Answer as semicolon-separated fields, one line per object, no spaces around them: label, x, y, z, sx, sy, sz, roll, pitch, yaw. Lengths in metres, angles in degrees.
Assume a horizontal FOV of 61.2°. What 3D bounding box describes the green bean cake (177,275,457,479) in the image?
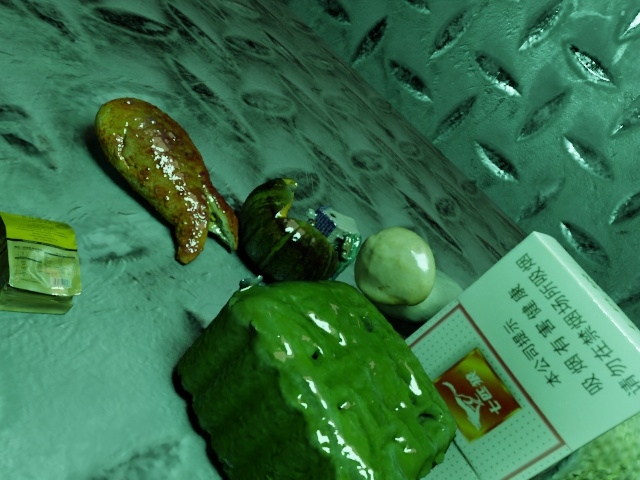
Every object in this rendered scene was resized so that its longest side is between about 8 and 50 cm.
green bean cake;0.007;0.168;0.591;0.250;0.156;0.247;1;49;-54

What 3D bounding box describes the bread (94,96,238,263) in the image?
bread;-0.210;-0.094;0.765;0.269;0.095;0.139;50;34;7

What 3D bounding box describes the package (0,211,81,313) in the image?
package;-0.287;0.010;0.545;0.071;0.047;0.131;13;39;-40

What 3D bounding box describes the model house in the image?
model house;0.000;0.000;0.902;0.100;0.100;0.087;27;31;-25

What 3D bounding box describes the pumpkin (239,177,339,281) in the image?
pumpkin;-0.066;-0.010;0.810;0.108;0.119;0.183;-7;55;-44

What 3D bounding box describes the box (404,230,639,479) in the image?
box;0.213;0.177;0.659;0.095;0.330;0.210;7;43;-51

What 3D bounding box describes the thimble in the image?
thimble;0.327;0.244;0.794;0.150;0.271;0.270;26;30;-24

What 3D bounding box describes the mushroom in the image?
mushroom;0.128;0.084;0.793;0.329;0.159;0.122;45;39;-59
